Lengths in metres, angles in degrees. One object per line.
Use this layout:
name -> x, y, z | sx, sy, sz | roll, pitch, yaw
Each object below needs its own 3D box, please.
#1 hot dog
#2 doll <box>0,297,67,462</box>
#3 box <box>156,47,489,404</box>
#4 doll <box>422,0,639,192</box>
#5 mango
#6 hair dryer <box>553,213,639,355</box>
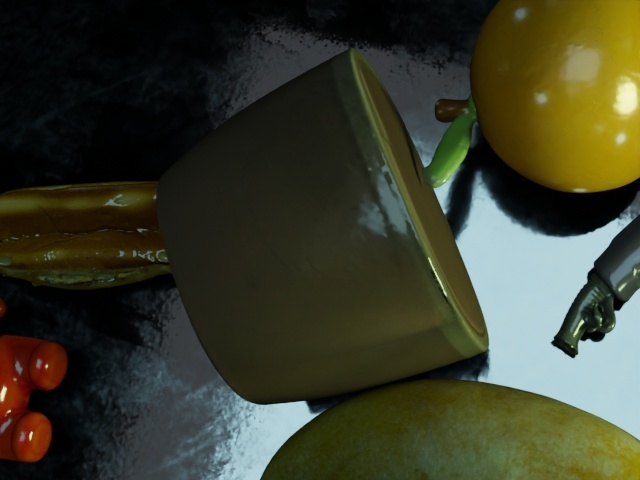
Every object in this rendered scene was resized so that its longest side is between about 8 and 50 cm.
hot dog -> -0.234, -0.005, 0.960 | 0.269, 0.072, 0.115 | 0, 77, 9
doll -> -0.438, 0.144, 0.947 | 0.337, 0.105, 0.199 | 8, 79, 12
box -> 0.000, 0.000, 0.817 | 0.216, 0.301, 0.301 | -22, 74, 12
doll -> 0.208, -0.146, 0.849 | 0.236, 0.213, 0.213 | -12, 75, 16
mango -> 0.123, 0.233, 0.771 | 0.384, 0.199, 0.221 | -1, 103, 25
hair dryer -> 0.378, 0.010, 0.824 | 0.361, 0.121, 0.301 | -37, 55, 15
